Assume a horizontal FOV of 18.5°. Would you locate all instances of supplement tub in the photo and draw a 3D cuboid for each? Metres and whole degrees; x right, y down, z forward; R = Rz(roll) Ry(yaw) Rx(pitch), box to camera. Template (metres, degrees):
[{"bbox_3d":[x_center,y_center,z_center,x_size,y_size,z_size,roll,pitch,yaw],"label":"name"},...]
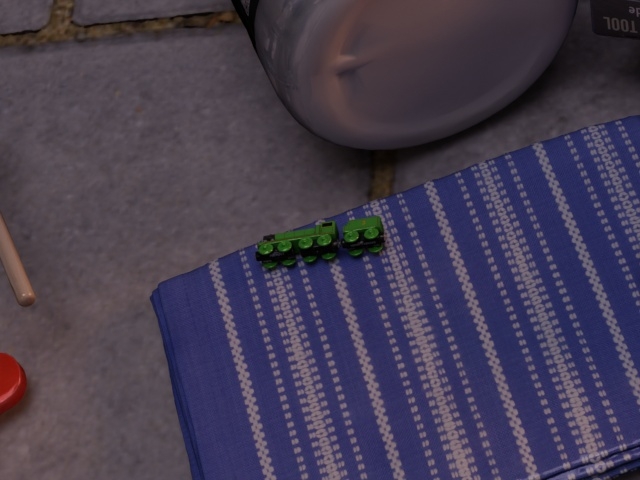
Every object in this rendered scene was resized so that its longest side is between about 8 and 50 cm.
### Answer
[{"bbox_3d":[0.014,-0.241,1.282,0.207,0.207,0.338,-25,55,-1],"label":"supplement tub"}]

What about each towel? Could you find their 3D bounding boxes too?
[{"bbox_3d":[0.075,0.068,1.175,0.336,0.040,0.243,-19,52,2],"label":"towel"}]

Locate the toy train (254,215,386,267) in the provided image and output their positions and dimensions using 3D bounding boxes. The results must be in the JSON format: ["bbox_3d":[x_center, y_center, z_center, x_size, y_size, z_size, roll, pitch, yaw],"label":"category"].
[{"bbox_3d":[0.000,0.000,1.212,0.083,0.017,0.024,-8,43,10],"label":"toy train"}]

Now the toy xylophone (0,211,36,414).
[{"bbox_3d":[-0.297,0.041,1.266,0.236,0.081,0.323,-23,55,1],"label":"toy xylophone"}]

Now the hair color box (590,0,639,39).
[{"bbox_3d":[0.303,-0.262,1.237,0.185,0.110,0.339,10,51,22],"label":"hair color box"}]
